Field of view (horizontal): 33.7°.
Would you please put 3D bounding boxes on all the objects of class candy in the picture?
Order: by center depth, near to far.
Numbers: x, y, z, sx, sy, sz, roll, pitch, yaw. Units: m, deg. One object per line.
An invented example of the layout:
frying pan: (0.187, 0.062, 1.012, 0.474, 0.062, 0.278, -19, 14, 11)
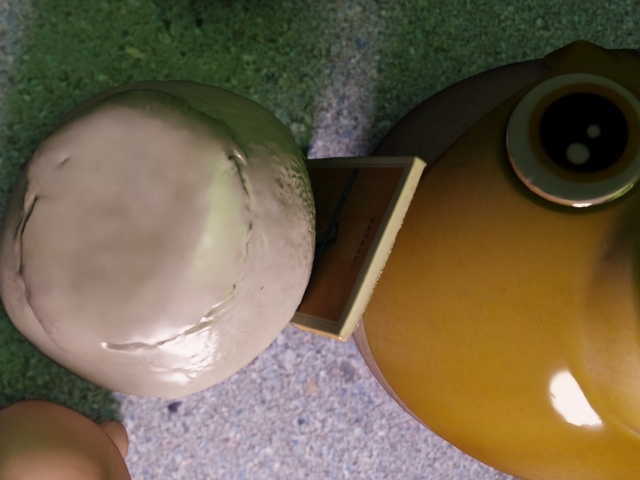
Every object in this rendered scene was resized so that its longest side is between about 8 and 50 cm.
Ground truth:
candy: (-0.139, -0.003, 0.939, 0.296, 0.185, 0.295, 0, 92, 2)

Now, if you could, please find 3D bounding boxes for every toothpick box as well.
toothpick box: (0.248, 0.020, 0.970, 0.409, 0.425, 0.408, -3, 95, -30)

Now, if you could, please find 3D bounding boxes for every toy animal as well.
toy animal: (-0.252, 0.294, 0.899, 0.269, 0.237, 0.326, -31, 108, -10)

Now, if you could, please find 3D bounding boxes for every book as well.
book: (-0.001, 0.000, 0.974, 0.018, 0.242, 0.170, 28, 80, -25)
